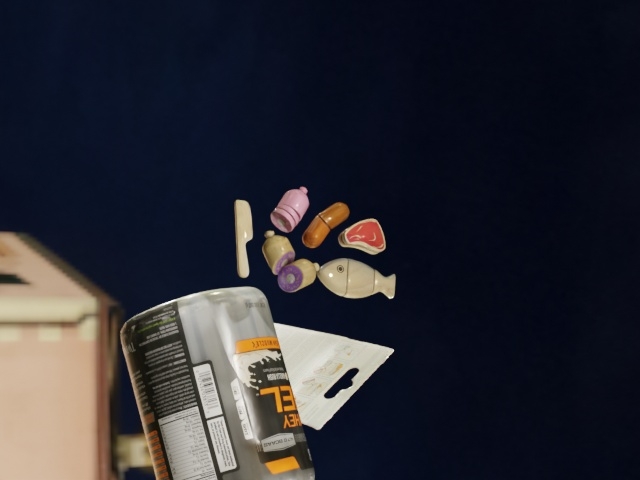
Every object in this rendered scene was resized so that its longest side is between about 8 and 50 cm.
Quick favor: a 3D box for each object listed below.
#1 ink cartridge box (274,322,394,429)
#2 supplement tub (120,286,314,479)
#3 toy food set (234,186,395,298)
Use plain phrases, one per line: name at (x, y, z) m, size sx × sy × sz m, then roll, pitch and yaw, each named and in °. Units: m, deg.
ink cartridge box at (-0.028, 0.152, 1.438) m, size 0.179 × 0.145 × 0.045 m, roll 11°, pitch -52°, yaw 35°
supplement tub at (-0.073, 0.139, 1.018) m, size 0.117 × 0.117 × 0.190 m, roll -29°, pitch -106°, yaw 52°
toy food set at (0.000, 0.000, 0.960) m, size 0.019 × 0.122 × 0.078 m, roll -31°, pitch -121°, yaw 59°
